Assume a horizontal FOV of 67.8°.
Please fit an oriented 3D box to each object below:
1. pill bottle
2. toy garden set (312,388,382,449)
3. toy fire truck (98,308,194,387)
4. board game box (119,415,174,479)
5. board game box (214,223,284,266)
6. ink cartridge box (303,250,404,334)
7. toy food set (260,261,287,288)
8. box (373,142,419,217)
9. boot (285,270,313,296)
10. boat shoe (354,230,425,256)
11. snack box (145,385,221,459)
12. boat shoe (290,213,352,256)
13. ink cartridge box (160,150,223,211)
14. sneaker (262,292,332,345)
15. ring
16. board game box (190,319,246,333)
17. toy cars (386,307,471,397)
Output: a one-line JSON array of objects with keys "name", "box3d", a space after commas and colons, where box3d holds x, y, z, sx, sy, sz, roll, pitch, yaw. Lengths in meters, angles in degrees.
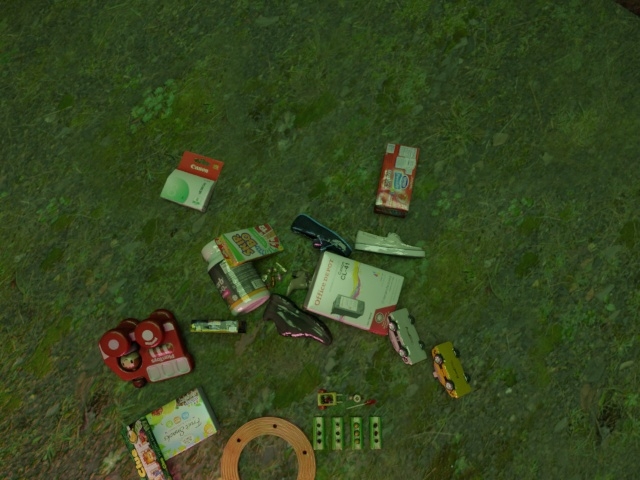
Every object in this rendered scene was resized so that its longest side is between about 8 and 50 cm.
[{"name": "pill bottle", "box3d": [-0.319, 0.128, 1.769, 0.162, 0.162, 0.278, -32, 78, -4]}, {"name": "toy garden set", "box3d": [0.095, 0.634, 1.692, 0.245, 0.049, 0.203, -1, 75, 0]}, {"name": "toy fire truck", "box3d": [-0.641, 0.407, 1.741, 0.303, 0.169, 0.253, -17, 96, 1]}, {"name": "board game box", "box3d": [-0.616, 0.769, 1.689, 0.136, 0.030, 0.259, -37, 76, 29]}, {"name": "board game box", "box3d": [-0.260, 0.015, 1.766, 0.260, 0.039, 0.124, -18, 71, -45]}, {"name": "ink cartridge box", "box3d": [0.118, 0.191, 1.725, 0.307, 0.131, 0.225, 18, 81, -6]}, {"name": "toy food set", "box3d": [-0.188, 0.145, 1.830, 0.078, 0.019, 0.122, 39, 83, 10]}, {"name": "box", "box3d": [0.290, -0.228, 1.829, 0.128, 0.122, 0.256, 11, 79, 6]}, {"name": "boot", "box3d": [-0.076, 0.168, 1.803, 0.087, 0.042, 0.118, 19, 71, -2]}, {"name": "boat shoe", "box3d": [0.264, 0.013, 1.801, 0.268, 0.096, 0.088, 8, 83, 13]}, {"name": "snack box", "box3d": [-0.492, 0.655, 1.716, 0.207, 0.070, 0.174, -28, 79, -1]}, {"name": "boat shoe", "box3d": [0.000, 0.000, 1.817, 0.258, 0.109, 0.089, 31, 70, 24]}, {"name": "ink cartridge box", "box3d": [-0.513, -0.245, 1.914, 0.181, 0.056, 0.224, 18, 82, 6]}, {"name": "sneaker", "box3d": [-0.086, 0.313, 1.758, 0.286, 0.109, 0.130, 31, 88, 18]}, {"name": "ring", "box3d": [-0.184, 0.800, 1.690, 0.337, 0.032, 0.336, -1, 78, 4]}, {"name": "board game box", "box3d": [-0.369, 0.314, 1.743, 0.171, 0.141, 0.048, 1, 80, 3]}, {"name": "toy cars", "box3d": [0.367, 0.400, 1.671, 0.394, 0.087, 0.176, 37, 51, -9]}]
